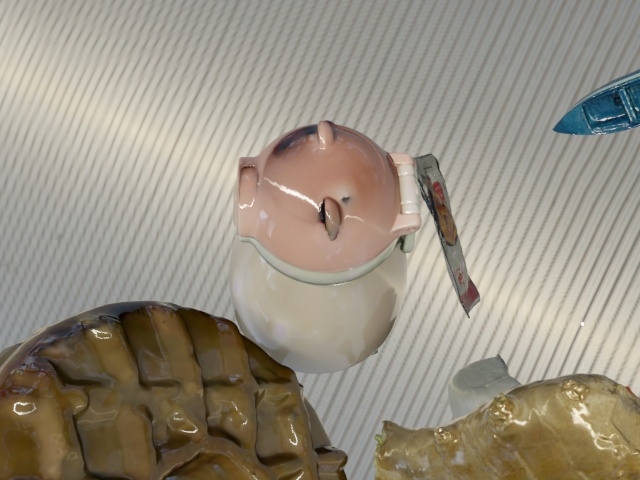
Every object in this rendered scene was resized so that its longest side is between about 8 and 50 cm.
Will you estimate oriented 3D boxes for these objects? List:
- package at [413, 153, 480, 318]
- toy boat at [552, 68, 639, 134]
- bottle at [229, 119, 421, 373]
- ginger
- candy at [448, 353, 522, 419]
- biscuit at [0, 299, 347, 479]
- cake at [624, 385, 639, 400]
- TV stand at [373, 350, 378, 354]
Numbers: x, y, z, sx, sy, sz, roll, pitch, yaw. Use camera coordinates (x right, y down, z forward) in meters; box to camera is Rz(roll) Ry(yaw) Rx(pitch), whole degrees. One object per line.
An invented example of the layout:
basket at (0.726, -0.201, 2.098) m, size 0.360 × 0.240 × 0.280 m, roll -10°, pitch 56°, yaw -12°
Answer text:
package at (0.180, -0.011, 1.240) m, size 0.030 × 0.154 × 0.239 m, roll -17°, pitch 91°, yaw 21°
toy boat at (0.592, -0.271, 1.653) m, size 0.299 × 0.061 × 0.096 m, roll -18°, pitch 118°, yaw 31°
bottle at (0.000, 0.000, 0.658) m, size 0.148 × 0.236 × 0.147 m, roll 1°, pitch 63°, yaw -2°
ginger at (0.237, 0.252, 1.013) m, size 0.236 × 0.375 × 0.166 m, roll 18°, pitch 71°, yaw -23°
candy at (0.424, 0.439, 1.780) m, size 0.186 × 0.386 × 0.427 m, roll -39°, pitch 109°, yaw -4°
biscuit at (-0.091, 0.193, 0.504) m, size 0.103 × 0.332 × 0.332 m, roll -25°, pitch 77°, yaw 34°
cake at (0.395, 0.401, 1.122) m, size 0.269 × 0.270 × 0.319 m, roll -29°, pitch 42°, yaw -4°
TV stand at (-0.014, 0.126, 1.454) m, size 0.269 × 0.083 × 0.088 m, roll 16°, pitch 116°, yaw 56°
